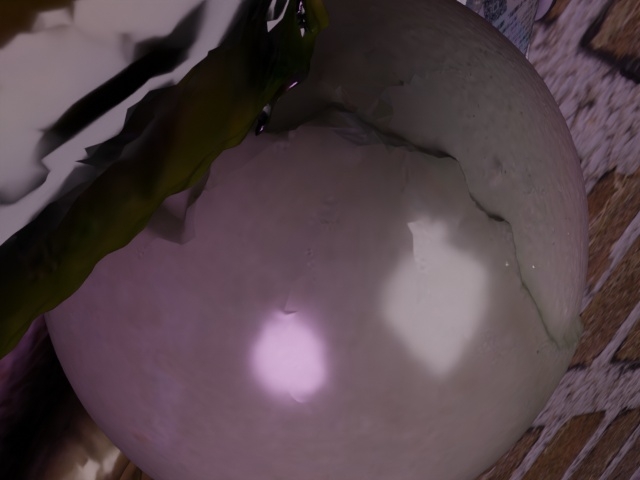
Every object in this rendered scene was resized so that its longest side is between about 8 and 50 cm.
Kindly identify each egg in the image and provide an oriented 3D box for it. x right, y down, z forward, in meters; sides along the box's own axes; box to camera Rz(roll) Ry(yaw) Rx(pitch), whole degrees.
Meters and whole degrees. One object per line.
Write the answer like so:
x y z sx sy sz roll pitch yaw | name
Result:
0.000 0.000 0.641 0.183 0.183 0.217 -47 177 -16 | egg

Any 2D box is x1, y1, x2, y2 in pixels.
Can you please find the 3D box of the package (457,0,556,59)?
0.058 -0.070 0.923 0.171 0.027 0.173 -46 162 -30 | package

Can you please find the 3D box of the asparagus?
-0.136 0.013 0.466 0.382 0.108 0.128 -46 162 -16 | asparagus

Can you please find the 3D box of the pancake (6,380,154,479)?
-0.088 0.120 0.856 0.294 0.049 0.294 -54 167 -19 | pancake
